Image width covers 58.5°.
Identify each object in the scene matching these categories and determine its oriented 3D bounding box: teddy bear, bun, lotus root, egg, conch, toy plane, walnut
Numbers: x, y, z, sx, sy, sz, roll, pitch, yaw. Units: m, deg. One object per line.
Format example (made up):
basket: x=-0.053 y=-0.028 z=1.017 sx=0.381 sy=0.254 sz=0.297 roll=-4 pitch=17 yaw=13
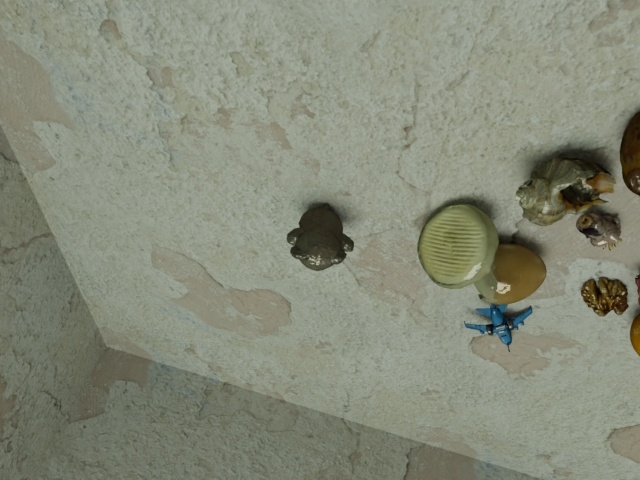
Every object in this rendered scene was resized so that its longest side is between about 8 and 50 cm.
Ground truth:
teddy bear: x=0.000 y=-0.001 z=1.958 sx=0.235 sy=0.267 sz=0.151 roll=5 pitch=134 yaw=-3
bun: x=0.450 y=0.022 z=1.824 sx=0.146 sy=0.288 sz=0.287 roll=8 pitch=153 yaw=-37
lotus root: x=0.823 y=-0.201 z=1.392 sx=0.188 sy=0.180 sz=0.199 roll=17 pitch=145 yaw=42
egg: x=0.609 y=0.106 z=1.869 sx=0.244 sy=0.201 sz=0.201 roll=-9 pitch=134 yaw=17
conch: x=0.663 y=-0.150 z=1.580 sx=0.291 sy=0.159 sz=0.210 roll=-10 pitch=138 yaw=-23
toy plane: x=0.688 y=0.325 z=2.174 sx=0.254 sy=0.105 sz=0.271 roll=-18 pitch=125 yaw=20
walnut: x=0.961 y=0.199 z=1.923 sx=0.142 sy=0.069 sz=0.170 roll=-17 pitch=126 yaw=40

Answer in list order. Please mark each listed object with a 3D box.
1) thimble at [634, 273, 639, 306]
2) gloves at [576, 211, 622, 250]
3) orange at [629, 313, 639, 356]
thimble: x=1.063 y=0.189 z=1.775 sx=0.124 sy=0.190 sz=0.163 roll=-9 pitch=177 yaw=33
gloves: x=0.824 y=-0.036 z=1.685 sx=0.110 sy=0.094 sz=0.144 roll=-4 pitch=156 yaw=40
orange: x=1.147 y=0.323 z=1.896 sx=0.219 sy=0.193 sz=0.219 roll=23 pitch=158 yaw=10
